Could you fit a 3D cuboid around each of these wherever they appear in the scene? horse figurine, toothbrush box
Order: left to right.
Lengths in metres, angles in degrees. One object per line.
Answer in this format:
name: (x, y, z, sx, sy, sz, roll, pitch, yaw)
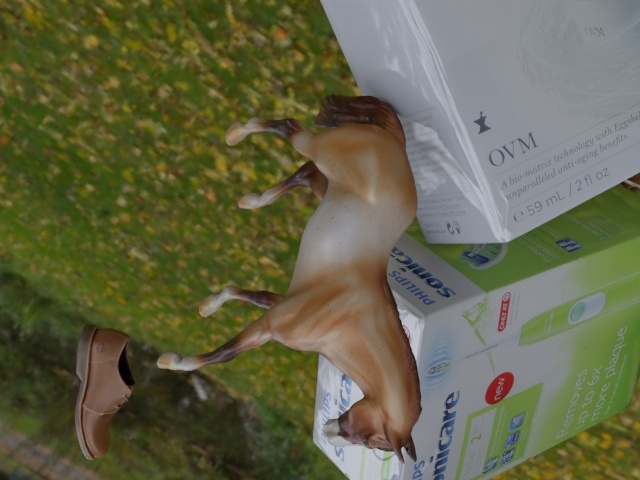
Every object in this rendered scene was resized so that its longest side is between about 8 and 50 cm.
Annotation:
horse figurine: (0.000, 0.000, 0.644, 0.174, 0.263, 0.066, 0, 152, 32)
toothbrush box: (0.145, 0.077, 0.834, 0.122, 0.283, 0.206, 40, 135, 44)

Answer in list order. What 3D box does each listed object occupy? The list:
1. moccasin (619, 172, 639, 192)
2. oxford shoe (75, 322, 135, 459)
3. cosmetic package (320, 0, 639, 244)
moccasin: (0.424, -0.058, 1.457, 0.380, 0.147, 0.139, 21, 180, -2)
oxford shoe: (-0.298, 0.220, 1.399, 0.076, 0.076, 0.212, 8, 115, 0)
cosmetic package: (0.145, -0.144, 0.691, 0.225, 0.224, 0.138, 64, 165, -6)
